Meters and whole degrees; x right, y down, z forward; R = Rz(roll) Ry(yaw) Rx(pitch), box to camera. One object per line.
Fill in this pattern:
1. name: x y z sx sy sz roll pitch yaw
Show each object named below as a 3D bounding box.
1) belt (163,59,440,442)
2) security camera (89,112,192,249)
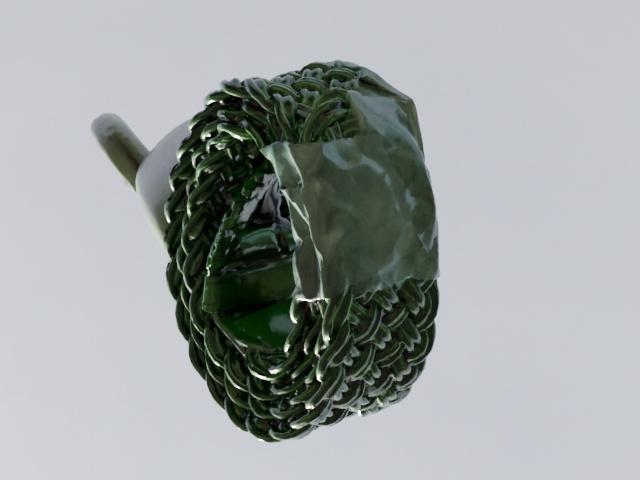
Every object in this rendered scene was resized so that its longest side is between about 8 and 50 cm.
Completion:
1. belt: 0.000 0.000 0.712 0.079 0.121 0.151 -15 -55 -32
2. security camera: -0.050 -0.013 1.040 0.080 0.301 0.157 -42 -71 -3
